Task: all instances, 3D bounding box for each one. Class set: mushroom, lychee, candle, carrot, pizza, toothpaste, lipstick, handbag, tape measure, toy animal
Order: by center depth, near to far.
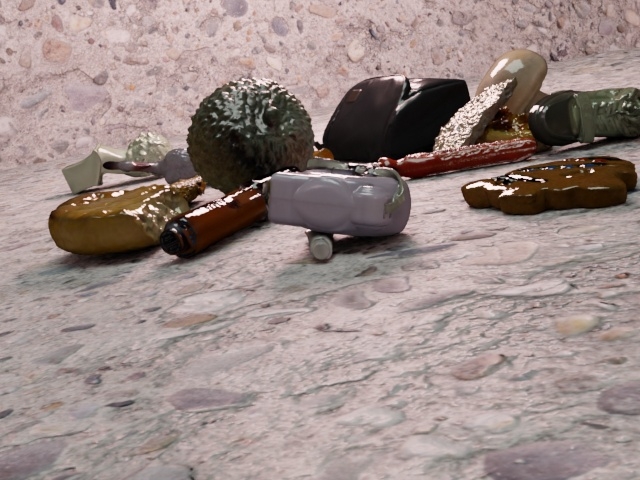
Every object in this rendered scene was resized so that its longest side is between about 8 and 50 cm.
[{"bbox_3d":[0.000,0.000,1.510,0.048,0.031,0.190,-6,9,0],"label":"toothpaste"},{"bbox_3d":[0.037,-0.065,1.522,0.196,0.105,0.178,6,6,19],"label":"tape measure"},{"bbox_3d":[-0.137,-0.051,1.752,0.077,0.077,0.418,-4,14,27],"label":"lipstick"},{"bbox_3d":[0.250,-0.152,1.987,0.329,0.048,0.051,-9,53,3],"label":"candle"},{"bbox_3d":[-0.140,-0.191,2.070,0.255,0.255,0.274,-18,-17,-36],"label":"lychee"},{"bbox_3d":[0.375,-0.229,2.158,0.161,0.085,0.305,-13,14,-21],"label":"pizza"},{"bbox_3d":[0.458,-0.316,2.338,0.215,0.207,0.207,25,18,5],"label":"mushroom"},{"bbox_3d":[-0.036,-0.178,2.342,0.139,0.048,0.048,-1,14,44],"label":"carrot"},{"bbox_3d":[0.154,-0.286,2.376,0.275,0.177,0.302,-16,13,-29],"label":"handbag"},{"bbox_3d":[-0.321,-0.166,2.410,0.324,0.090,0.195,-4,3,-21],"label":"toy animal"}]

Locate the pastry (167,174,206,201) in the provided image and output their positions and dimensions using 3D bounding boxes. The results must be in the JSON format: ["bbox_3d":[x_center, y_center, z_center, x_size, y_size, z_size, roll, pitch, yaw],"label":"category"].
[{"bbox_3d":[-0.285,-0.096,2.127,0.080,0.056,0.140,-18,11,16],"label":"pastry"}]

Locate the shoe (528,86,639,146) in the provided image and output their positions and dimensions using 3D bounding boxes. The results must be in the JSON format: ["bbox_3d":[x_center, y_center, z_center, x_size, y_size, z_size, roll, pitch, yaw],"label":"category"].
[{"bbox_3d":[0.549,-0.245,2.009,0.293,0.109,0.149,-10,5,-31],"label":"shoe"}]

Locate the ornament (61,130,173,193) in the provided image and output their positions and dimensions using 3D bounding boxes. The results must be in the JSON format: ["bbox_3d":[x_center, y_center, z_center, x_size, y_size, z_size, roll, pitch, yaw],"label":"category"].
[{"bbox_3d":[-0.510,-0.199,2.646,0.285,0.120,0.130,-15,14,-16],"label":"ornament"}]

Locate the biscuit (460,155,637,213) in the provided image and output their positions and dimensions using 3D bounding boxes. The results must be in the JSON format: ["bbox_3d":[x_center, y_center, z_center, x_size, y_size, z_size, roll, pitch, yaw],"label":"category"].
[{"bbox_3d":[0.373,-0.096,1.623,0.278,0.043,0.301,0,15,39],"label":"biscuit"}]

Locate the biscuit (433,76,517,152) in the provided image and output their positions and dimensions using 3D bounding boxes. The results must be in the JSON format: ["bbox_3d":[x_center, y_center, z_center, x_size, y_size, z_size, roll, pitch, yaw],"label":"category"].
[{"bbox_3d":[0.294,-0.234,2.120,0.250,0.032,0.133,-52,24,-22],"label":"biscuit"}]

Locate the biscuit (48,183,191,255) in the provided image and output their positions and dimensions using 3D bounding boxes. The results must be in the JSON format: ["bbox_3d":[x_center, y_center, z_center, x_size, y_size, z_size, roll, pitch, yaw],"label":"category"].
[{"bbox_3d":[-0.346,-0.031,1.782,0.213,0.091,0.274,-3,15,17],"label":"biscuit"}]
